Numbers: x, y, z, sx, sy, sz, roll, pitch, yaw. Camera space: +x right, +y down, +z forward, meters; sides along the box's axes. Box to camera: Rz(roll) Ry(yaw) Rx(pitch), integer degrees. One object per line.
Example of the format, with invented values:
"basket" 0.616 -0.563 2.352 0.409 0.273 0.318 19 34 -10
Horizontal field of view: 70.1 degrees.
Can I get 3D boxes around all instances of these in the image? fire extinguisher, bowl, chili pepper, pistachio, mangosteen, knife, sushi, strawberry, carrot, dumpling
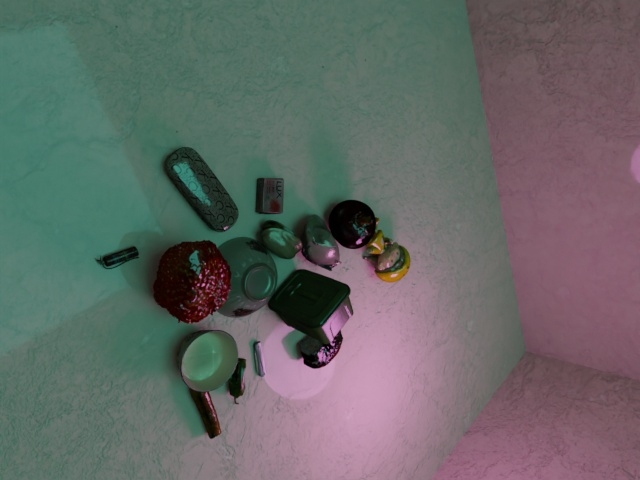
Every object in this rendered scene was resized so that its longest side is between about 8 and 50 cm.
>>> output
"fire extinguisher" -0.688 0.059 1.547 0.132 0.039 0.056 -25 102 -37
"bowl" -0.445 0.445 1.739 0.237 0.126 0.238 -5 97 -41
"chili pepper" -0.341 0.592 1.881 0.073 0.072 0.204 5 91 -43
"pistachio" -0.168 -0.003 1.938 0.206 0.131 0.129 41 25 -35
"mangosteen" 0.163 -0.081 2.123 0.235 0.261 0.235 3 81 -23
"knife" -0.265 0.516 1.974 0.044 0.023 0.162 -17 106 -34
"sushi" 0.009 0.490 2.138 0.225 0.136 0.126 -31 123 -40
"strawberry" -0.442 0.143 1.557 0.292 0.343 0.292 2 79 -9
"carrot" -0.452 0.667 1.799 0.070 0.070 0.260 -28 115 -36
"bowl" -0.282 0.161 1.835 0.337 0.157 0.337 -6 99 -40
"dumpling" -0.011 0.014 2.077 0.163 0.204 0.293 -40 138 6

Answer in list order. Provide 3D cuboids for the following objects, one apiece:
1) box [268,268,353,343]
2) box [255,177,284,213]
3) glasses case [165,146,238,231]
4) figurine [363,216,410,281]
"box" -0.031 0.285 1.972 0.253 0.328 0.178 -48 135 -25
"box" -0.212 -0.187 1.926 0.111 0.060 0.156 -2 97 -43
"glasses case" -0.438 -0.185 1.708 0.137 0.085 0.355 -48 123 -26
"figurine" 0.334 0.056 2.355 0.215 0.187 0.344 -42 114 -20
